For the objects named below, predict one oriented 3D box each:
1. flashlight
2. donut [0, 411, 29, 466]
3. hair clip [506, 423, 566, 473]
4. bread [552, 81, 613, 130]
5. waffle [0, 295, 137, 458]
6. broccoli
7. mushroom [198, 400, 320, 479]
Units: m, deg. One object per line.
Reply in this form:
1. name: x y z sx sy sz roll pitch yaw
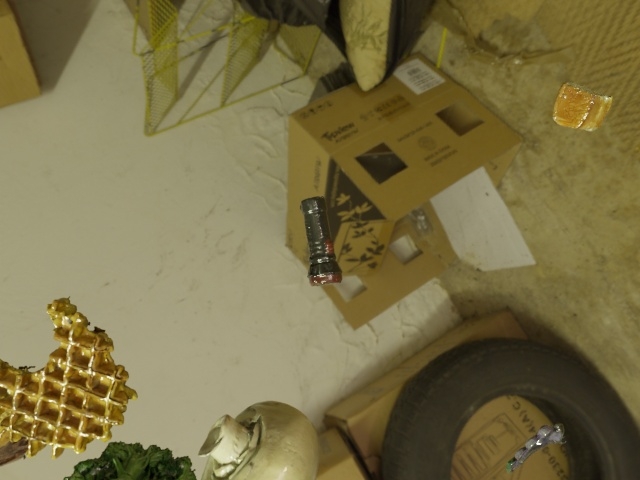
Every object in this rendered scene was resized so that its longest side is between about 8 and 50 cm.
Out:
1. flashlight: 0.000 0.000 1.276 0.093 0.093 0.231 155 109 -69
2. donut: -0.740 0.439 1.183 0.085 0.217 0.141 34 -175 13
3. hair clip: 0.530 0.513 1.209 0.195 0.124 0.052 -59 45 28
4. bread: 0.459 -0.236 0.875 0.077 0.083 0.070 42 126 40
5. waffle: -0.470 0.263 0.894 0.259 0.293 0.069 55 -166 -6
6. broccoli: -0.348 0.491 0.894 0.241 0.270 0.261 99 178 -47
7. mushroom: -0.119 0.390 0.867 0.202 0.246 0.246 49 165 -22
